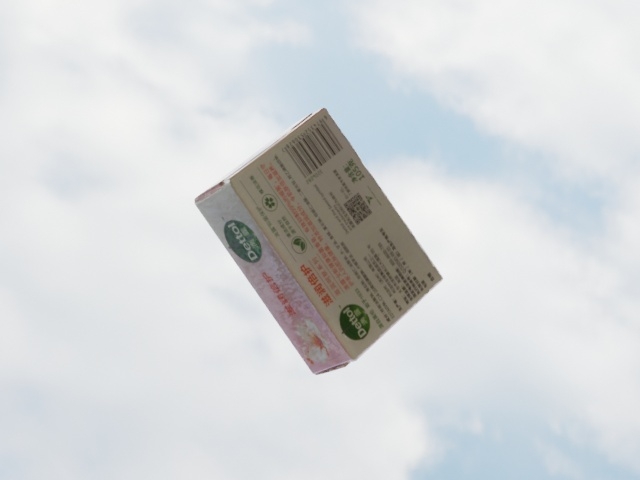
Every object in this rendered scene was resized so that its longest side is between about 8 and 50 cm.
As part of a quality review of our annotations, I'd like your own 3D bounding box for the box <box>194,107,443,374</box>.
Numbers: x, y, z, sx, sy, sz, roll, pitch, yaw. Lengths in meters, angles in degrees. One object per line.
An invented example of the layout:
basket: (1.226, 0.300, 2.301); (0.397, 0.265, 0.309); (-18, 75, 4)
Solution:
box: (0.000, 0.000, 0.909); (0.089, 0.043, 0.125); (-38, -83, -37)
